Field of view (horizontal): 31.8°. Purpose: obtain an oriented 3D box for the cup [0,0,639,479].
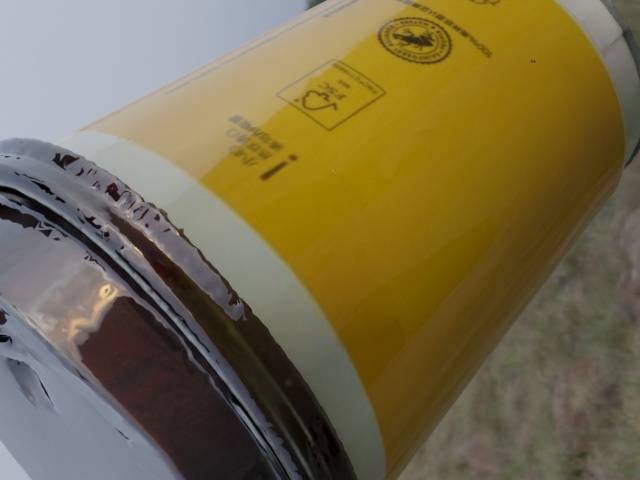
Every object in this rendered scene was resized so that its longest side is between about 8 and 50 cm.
[{"bbox_3d":[0.000,0.000,0.439,0.279,0.196,0.196,-40,-27,-31],"label":"cup"}]
